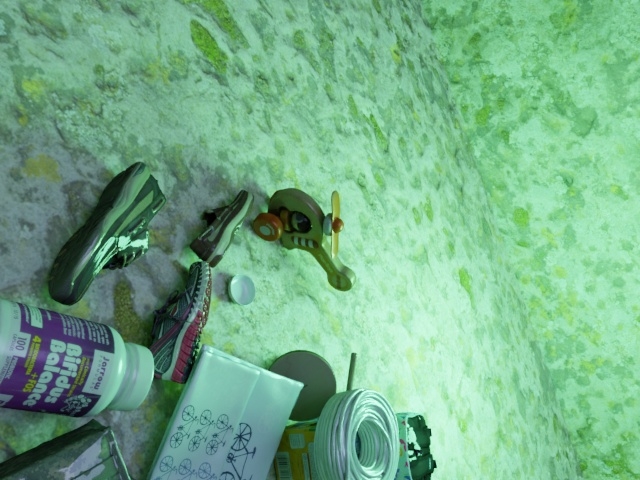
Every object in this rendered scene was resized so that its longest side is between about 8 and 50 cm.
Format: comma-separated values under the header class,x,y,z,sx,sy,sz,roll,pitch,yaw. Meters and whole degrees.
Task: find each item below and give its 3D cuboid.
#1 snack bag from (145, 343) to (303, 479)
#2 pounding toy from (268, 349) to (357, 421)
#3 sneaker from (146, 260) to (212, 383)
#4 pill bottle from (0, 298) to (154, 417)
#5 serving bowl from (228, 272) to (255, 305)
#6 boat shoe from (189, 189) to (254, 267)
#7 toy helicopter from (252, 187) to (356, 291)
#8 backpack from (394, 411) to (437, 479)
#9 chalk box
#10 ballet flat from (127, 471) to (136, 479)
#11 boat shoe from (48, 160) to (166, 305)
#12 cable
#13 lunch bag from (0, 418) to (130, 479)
class,x,y,z,sx,sy,sz,roll,pitch,yaw
snack bag,-0.194,0.428,1.262,0.342,0.037,0.323,35,70,-43
pounding toy,-0.024,0.360,1.490,0.110,0.236,0.183,-103,-167,-83
sneaker,-0.307,0.161,1.257,0.112,0.121,0.299,11,47,-2
pill bottle,-0.454,0.216,1.004,0.301,0.169,0.169,26,57,-42
serving bowl,-0.204,0.126,1.454,0.083,0.027,0.083,23,60,-45
boat shoe,-0.245,-0.053,1.425,0.095,0.095,0.257,34,41,-13
toy helicopter,0.000,0.000,1.583,0.355,0.235,0.140,54,42,-23
backpack,0.219,0.603,1.633,0.253,0.191,0.225,42,41,-68
chalk box,0.041,0.543,1.471,0.289,0.179,0.180,2,75,-50
ballet flat,-0.354,0.526,1.086,0.058,0.084,0.250,-43,115,-50
boat shoe,-0.411,-0.008,1.173,0.130,0.132,0.355,45,47,-30
cable,0.091,0.478,1.343,0.257,0.089,0.257,9,70,-51
lunch bag,-0.416,0.478,0.925,0.235,0.169,0.287,-20,94,-34
